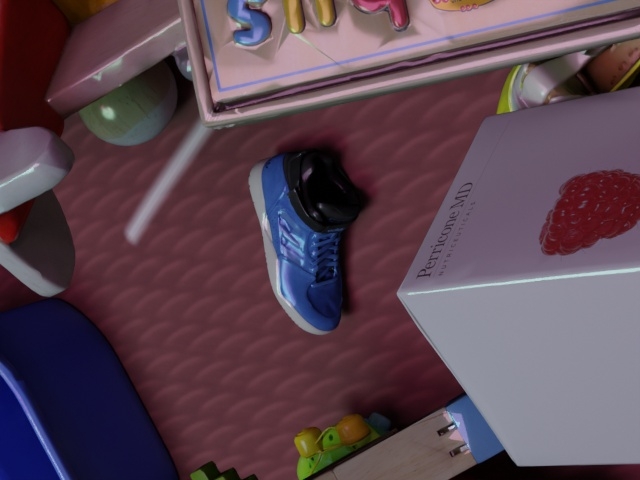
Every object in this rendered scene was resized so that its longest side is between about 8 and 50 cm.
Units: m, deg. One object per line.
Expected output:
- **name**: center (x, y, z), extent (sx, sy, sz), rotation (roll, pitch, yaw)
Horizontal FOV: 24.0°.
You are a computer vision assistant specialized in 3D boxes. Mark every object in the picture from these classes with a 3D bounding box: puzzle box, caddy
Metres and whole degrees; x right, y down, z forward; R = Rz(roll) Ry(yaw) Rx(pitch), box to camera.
- **puzzle box**: center (0.090, -0.238, 0.930), extent (0.409, 0.052, 0.272), rotation (-11, 92, 19)
- **caddy**: center (-0.292, 0.222, 1.445), extent (0.241, 0.179, 0.341), rotation (-29, 89, 42)

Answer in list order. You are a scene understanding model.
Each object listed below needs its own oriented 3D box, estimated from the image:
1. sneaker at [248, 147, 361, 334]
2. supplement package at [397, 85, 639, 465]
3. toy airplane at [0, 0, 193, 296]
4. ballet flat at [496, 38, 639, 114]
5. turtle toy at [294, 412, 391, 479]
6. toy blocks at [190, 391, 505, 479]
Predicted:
- **sneaker**: center (-0.001, 0.000, 1.209), extent (0.084, 0.058, 0.152), rotation (-14, 93, 49)
- **supplement package**: center (0.230, 0.017, 0.924), extent (0.293, 0.177, 0.175), rotation (-9, 129, 39)
- **toy airplane**: center (-0.211, -0.129, 1.183), extent (0.386, 0.272, 0.384), rotation (31, 93, 41)
- **ballet flat**: center (0.178, -0.125, 1.007), extent (0.077, 0.077, 0.231), rotation (52, 131, 10)
- **turtle toy**: center (0.025, 0.188, 1.259), extent (0.130, 0.066, 0.095), rotation (-21, 97, 41)
- **toy blocks**: center (0.113, 0.276, 1.130), extent (0.261, 0.191, 0.381), rotation (-29, 85, 5)
